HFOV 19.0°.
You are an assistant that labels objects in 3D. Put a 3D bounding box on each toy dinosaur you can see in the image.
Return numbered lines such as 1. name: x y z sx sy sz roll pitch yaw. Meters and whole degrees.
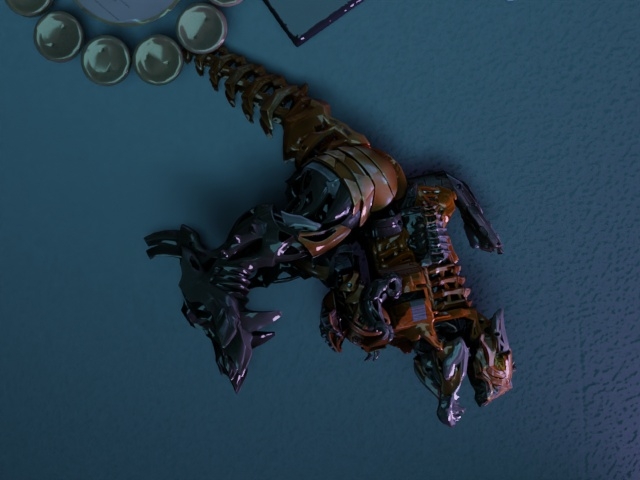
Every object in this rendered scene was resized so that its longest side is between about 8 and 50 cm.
1. toy dinosaur: 0.000 0.000 1.373 0.218 0.164 0.322 -34 62 -8

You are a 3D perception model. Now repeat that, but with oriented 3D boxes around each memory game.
1. memory game: -0.138 -0.201 1.358 0.186 0.012 0.186 0 94 7

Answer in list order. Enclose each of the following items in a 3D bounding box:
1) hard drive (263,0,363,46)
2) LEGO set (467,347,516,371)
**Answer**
1. hard drive: 0.010 -0.214 1.367 0.135 0.022 0.094 -35 101 7
2. LEGO set: 0.111 0.081 1.433 0.083 0.023 0.054 25 101 -6
